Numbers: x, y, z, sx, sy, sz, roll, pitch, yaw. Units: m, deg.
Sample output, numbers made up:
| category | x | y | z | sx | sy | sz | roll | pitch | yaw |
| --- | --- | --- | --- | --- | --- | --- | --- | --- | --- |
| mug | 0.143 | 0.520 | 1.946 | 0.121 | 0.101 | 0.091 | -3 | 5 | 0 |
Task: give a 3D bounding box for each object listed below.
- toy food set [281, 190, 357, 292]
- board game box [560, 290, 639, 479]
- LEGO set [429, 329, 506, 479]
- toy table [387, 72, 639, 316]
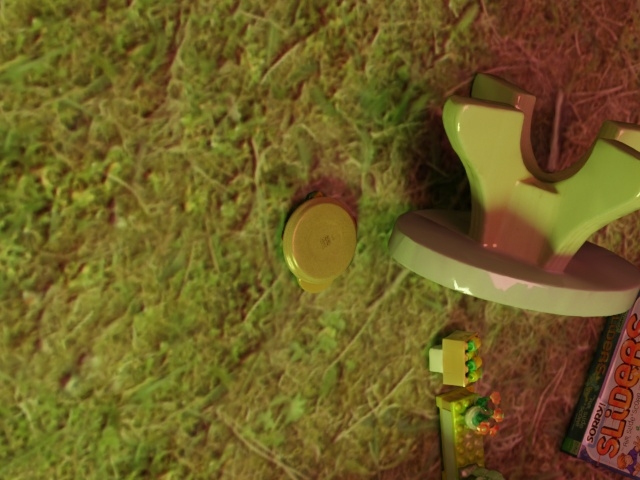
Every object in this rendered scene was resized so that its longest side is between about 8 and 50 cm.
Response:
| category | x | y | z | sx | sy | sz | roll | pitch | yaw |
| --- | --- | --- | --- | --- | --- | --- | --- | --- | --- |
| toy food set | 0.000 | 0.000 | 1.183 | 0.082 | 0.020 | 0.083 | -46 | 119 | -19 |
| board game box | 0.356 | 0.159 | 1.420 | 0.136 | 0.035 | 0.201 | 22 | 86 | -22 |
| LEGO set | 0.136 | 0.238 | 1.260 | 0.132 | 0.107 | 0.287 | 29 | 82 | -33 |
| toy table | 0.202 | -0.041 | 1.197 | 0.274 | 0.252 | 0.161 | -1 | 115 | -43 |
